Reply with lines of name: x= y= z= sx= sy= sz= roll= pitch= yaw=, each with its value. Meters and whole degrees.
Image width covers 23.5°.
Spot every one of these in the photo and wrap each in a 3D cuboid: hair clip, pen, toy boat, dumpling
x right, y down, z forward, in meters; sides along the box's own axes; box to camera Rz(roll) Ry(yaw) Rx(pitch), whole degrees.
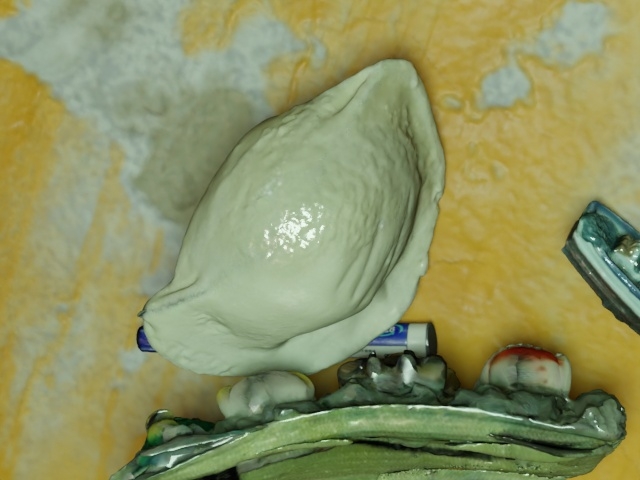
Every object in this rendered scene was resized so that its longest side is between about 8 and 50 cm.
hair clip: x=0.026 y=0.115 z=0.966 sx=0.321 sy=0.138 sz=0.091 roll=-5 pitch=70 yaw=-1
pen: x=-0.024 y=0.066 z=1.025 sx=0.204 sy=0.025 sz=0.025 roll=0 pitch=107 yaw=13
toy boat: x=0.214 y=0.026 z=0.938 sx=0.140 sy=0.059 sz=0.066 roll=44 pitch=128 yaw=-5
dumpling: x=0.003 y=-0.003 z=0.950 sx=0.126 sy=0.166 sz=0.216 roll=10 pitch=71 yaw=47
